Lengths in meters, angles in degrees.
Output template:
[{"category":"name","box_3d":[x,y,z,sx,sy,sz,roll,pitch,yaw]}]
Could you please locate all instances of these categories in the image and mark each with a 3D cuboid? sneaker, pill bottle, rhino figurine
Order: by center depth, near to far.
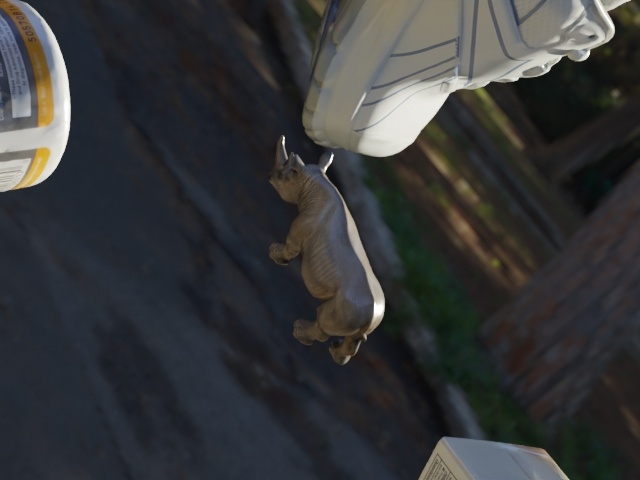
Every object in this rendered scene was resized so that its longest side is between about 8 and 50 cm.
[{"category":"sneaker","box_3d":[0.070,-0.109,0.756,0.129,0.111,0.297,17,-23,-4]},{"category":"pill bottle","box_3d":[-0.353,-0.104,1.338,0.278,0.162,0.162,-10,52,-36]},{"category":"rhino figurine","box_3d":[0.000,0.000,1.746,0.073,0.106,0.243,-7,70,-35]}]

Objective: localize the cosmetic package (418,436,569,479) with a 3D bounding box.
[{"category":"cosmetic package","box_3d":[0.187,0.316,1.431,0.129,0.153,0.296,10,27,-32]}]
